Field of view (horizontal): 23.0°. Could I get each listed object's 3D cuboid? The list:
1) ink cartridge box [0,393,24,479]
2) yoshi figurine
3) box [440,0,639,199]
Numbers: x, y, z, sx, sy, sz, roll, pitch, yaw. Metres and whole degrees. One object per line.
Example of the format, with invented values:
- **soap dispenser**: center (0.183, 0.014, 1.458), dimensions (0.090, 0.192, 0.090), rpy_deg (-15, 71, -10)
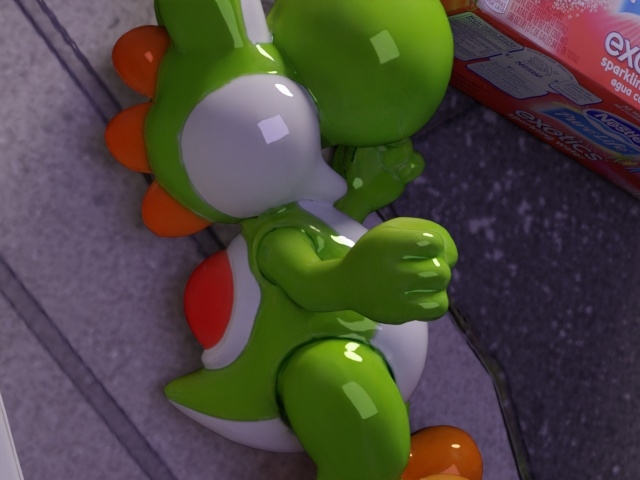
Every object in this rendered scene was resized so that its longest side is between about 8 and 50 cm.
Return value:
- **ink cartridge box**: center (-0.295, 0.104, 0.717), dimensions (0.279, 0.160, 0.385), rpy_deg (-16, 97, -29)
- **yoshi figurine**: center (0.026, -0.008, 0.892), dimensions (0.203, 0.203, 0.362), rpy_deg (-25, 99, -43)
- **box**: center (0.177, -0.131, 0.999), dimensions (0.257, 0.128, 0.123), rpy_deg (28, 77, -25)
